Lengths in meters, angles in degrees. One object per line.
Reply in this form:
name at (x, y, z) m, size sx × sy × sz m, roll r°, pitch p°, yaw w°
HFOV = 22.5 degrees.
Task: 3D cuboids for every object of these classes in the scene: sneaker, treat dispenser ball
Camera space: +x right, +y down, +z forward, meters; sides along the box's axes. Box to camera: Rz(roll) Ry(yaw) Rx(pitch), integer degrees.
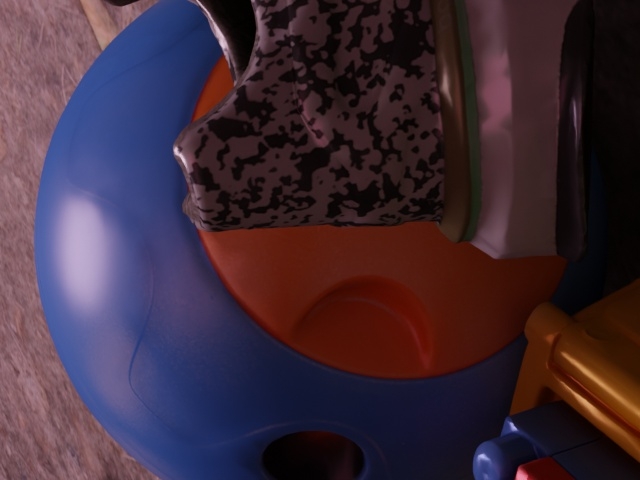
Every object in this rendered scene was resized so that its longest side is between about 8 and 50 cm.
sneaker at (-0.015, -0.160, 0.669) m, size 0.158 × 0.182 × 0.410 m, roll 89°, pitch 170°, yaw -50°
treat dispenser ball at (0.000, 0.000, 0.815) m, size 0.288 × 0.288 × 0.288 m, roll 27°, pitch 123°, yaw 51°

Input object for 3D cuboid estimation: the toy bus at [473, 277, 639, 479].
toy bus at (0.143, 0.127, 0.718) m, size 0.149 × 0.211 × 0.220 m, roll 39°, pitch 134°, yaw 42°
